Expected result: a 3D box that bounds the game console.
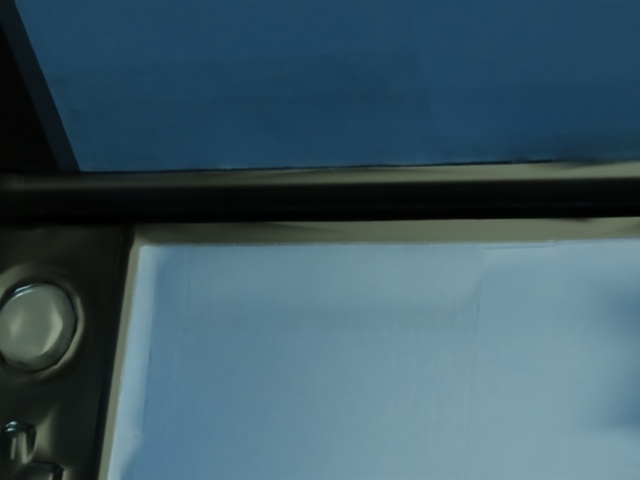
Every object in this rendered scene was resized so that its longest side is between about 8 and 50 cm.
[{"bbox_3d":[0.000,0.000,0.373,0.293,0.173,0.250,-1,71,18],"label":"game console"}]
